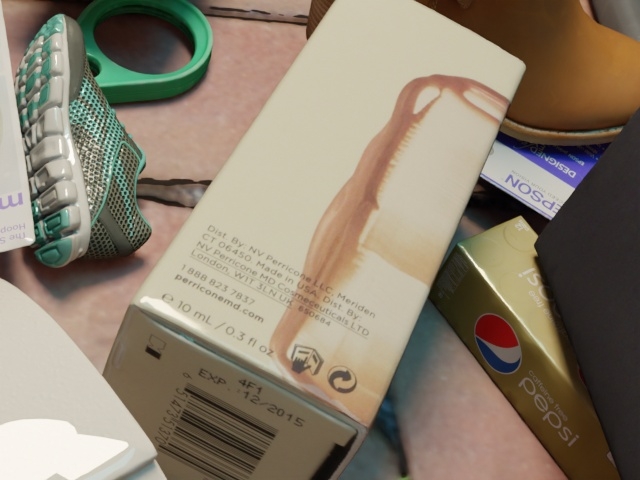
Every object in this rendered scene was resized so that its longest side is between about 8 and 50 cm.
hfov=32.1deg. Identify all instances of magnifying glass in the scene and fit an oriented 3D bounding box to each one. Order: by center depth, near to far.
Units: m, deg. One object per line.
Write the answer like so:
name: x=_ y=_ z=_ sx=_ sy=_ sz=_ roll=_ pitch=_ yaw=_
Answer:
magnifying glass: x=-0.167 y=-0.110 z=0.751 sx=0.092 sy=0.026 sz=0.231 roll=43 pitch=54 yaw=15

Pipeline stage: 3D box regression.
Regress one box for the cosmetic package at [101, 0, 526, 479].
cosmetic package: x=0.000 y=0.000 z=0.644 sx=0.129 sy=0.153 sz=0.296 roll=28 pitch=51 yaw=0

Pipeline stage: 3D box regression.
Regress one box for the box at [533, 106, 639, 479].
box: x=0.335 y=0.089 z=0.604 sx=0.343 sy=0.179 sz=0.312 roll=18 pitch=37 yaw=-21

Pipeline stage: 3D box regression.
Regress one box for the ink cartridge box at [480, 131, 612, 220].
ink cartridge box: x=0.129 y=-0.111 z=0.845 sx=0.206 sy=0.045 sz=0.208 roll=34 pitch=50 yaw=9

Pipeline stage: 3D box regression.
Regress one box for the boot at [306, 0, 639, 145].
boot: x=0.141 y=-0.187 z=0.735 sx=0.283 sy=0.220 sz=0.109 roll=19 pitch=49 yaw=-3

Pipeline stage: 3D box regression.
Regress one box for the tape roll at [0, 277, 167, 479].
tape roll: x=-0.160 y=0.152 z=0.404 sx=0.169 sy=0.246 sz=0.246 roll=-25 pitch=65 yaw=-33

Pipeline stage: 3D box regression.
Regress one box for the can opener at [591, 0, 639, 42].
can opener: x=0.278 y=-0.251 z=0.975 sx=0.076 sy=0.095 sz=0.283 roll=10 pitch=45 yaw=-12

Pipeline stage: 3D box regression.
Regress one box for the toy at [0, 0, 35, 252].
toy: x=-0.255 y=-0.087 z=0.658 sx=0.137 sy=0.056 sz=0.237 roll=-16 pitch=54 yaw=-3

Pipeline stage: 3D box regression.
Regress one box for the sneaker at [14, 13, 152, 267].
sneaker: x=-0.145 y=-0.060 z=0.690 sx=0.076 sy=0.065 sz=0.166 roll=7 pitch=67 yaw=-41

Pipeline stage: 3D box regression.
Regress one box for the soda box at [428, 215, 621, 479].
soda box: x=0.149 y=0.074 z=0.699 sx=0.061 sy=0.058 sz=0.181 roll=-21 pitch=64 yaw=-32
